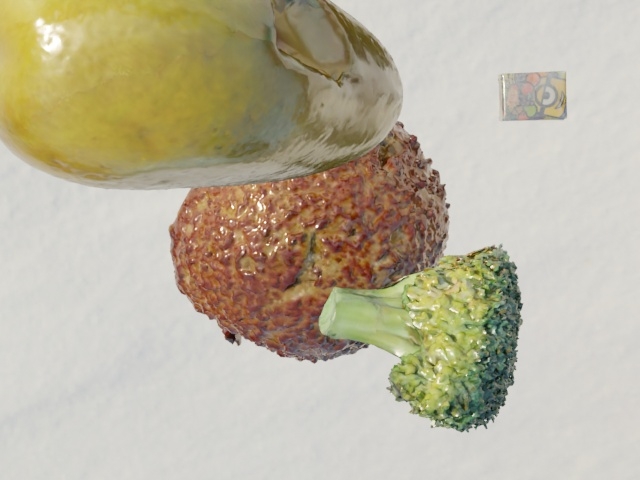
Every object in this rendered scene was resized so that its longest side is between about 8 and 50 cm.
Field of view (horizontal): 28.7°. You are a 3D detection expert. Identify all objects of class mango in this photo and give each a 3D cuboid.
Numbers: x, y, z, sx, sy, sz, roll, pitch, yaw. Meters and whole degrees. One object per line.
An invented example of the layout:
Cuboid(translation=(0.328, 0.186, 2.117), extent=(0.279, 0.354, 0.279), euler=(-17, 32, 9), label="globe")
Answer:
Cuboid(translation=(-0.060, -0.089, 0.667), extent=(0.167, 0.129, 0.262), euler=(3, -179, 36), label="mango")

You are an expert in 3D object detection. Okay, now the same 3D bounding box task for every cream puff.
Cuboid(translation=(0.002, 0.003, 1.467), extent=(0.351, 0.228, 0.350), euler=(-14, 131, -17), label="cream puff")

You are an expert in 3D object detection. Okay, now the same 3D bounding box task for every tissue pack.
Cuboid(translation=(0.267, -0.180, 1.573), extent=(0.083, 0.063, 0.035), euler=(-3, -174, -2), label="tissue pack")

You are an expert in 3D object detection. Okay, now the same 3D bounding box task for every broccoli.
Cuboid(translation=(0.093, 0.091, 1.182), extent=(0.194, 0.219, 0.194), euler=(1, 123, 2), label="broccoli")
